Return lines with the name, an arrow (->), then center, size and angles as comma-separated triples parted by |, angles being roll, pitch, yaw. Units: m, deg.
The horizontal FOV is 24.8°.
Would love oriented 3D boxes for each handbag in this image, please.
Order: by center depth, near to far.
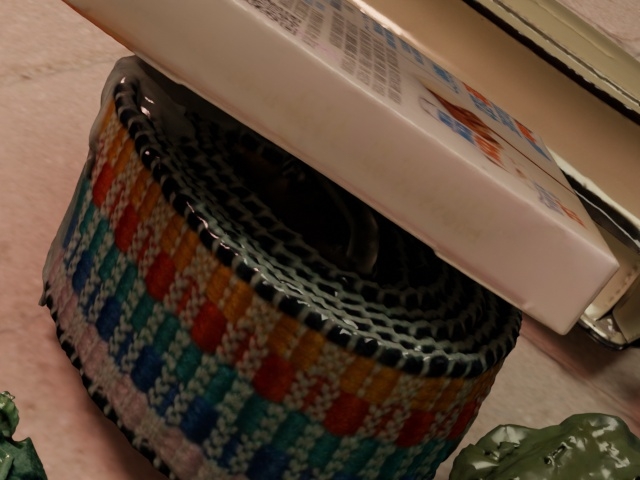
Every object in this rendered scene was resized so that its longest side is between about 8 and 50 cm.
handbag -> 0.142, -0.092, 1.047 | 0.358, 0.160, 0.237 | 41, 25, 19

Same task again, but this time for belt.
belt -> -0.020, 0.020, 0.722 | 0.207, 0.150, 0.257 | 13, 29, -37

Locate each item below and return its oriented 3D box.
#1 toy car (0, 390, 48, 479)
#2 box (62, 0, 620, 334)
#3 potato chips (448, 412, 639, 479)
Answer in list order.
toy car -> -0.196, 0.069, 0.584 | 0.186, 0.058, 0.093 | 35, 26, -14
box -> 0.011, -0.080, 0.719 | 0.265, 0.048, 0.273 | 33, 13, -6
potato chips -> 0.185, 0.229, 0.628 | 0.373, 0.097, 0.389 | 32, 30, 4
